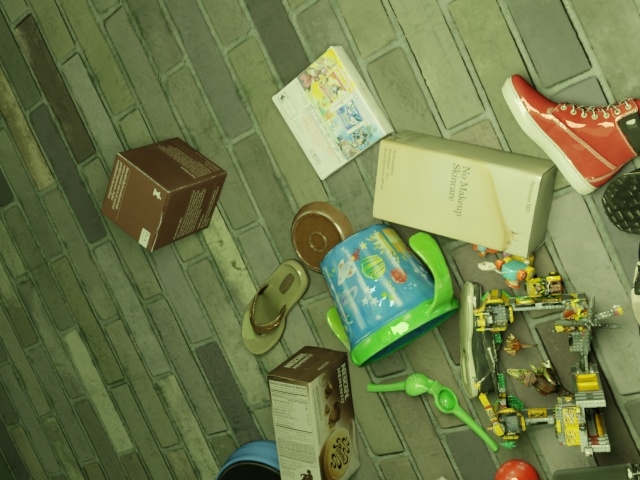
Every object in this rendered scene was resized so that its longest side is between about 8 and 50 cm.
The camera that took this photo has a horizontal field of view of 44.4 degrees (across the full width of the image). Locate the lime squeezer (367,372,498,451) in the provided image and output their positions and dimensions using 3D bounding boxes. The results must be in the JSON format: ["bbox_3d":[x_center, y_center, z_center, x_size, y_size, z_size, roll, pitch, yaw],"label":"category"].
[{"bbox_3d":[0.233,0.343,1.651,0.310,0.059,0.110,21,117,25],"label":"lime squeezer"}]

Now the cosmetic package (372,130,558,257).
[{"bbox_3d":[0.261,-0.092,1.444,0.309,0.113,0.160,16,115,29],"label":"cosmetic package"}]

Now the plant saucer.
[{"bbox_3d":[0.000,0.000,1.700,0.168,0.029,0.169,11,112,29],"label":"plant saucer"}]

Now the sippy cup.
[{"bbox_3d":[0.119,0.097,1.549,0.305,0.240,0.224,-34,76,14],"label":"sippy cup"}]

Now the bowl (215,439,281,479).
[{"bbox_3d":[-0.111,0.702,1.993,0.391,0.077,0.391,12,113,30],"label":"bowl"}]

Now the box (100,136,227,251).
[{"bbox_3d":[-0.354,-0.110,1.785,0.167,0.203,0.169,36,122,18],"label":"box"}]

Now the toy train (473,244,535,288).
[{"bbox_3d":[0.327,0.040,1.433,0.125,0.166,0.046,9,114,4],"label":"toy train"}]

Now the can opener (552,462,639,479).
[{"bbox_3d":[0.570,0.423,1.460,0.280,0.074,0.093,-25,58,35],"label":"can opener"}]

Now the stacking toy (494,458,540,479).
[{"bbox_3d":[0.480,0.563,1.535,0.330,0.141,0.141,46,126,19],"label":"stacking toy"}]

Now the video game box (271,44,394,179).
[{"bbox_3d":[0.022,-0.256,1.582,0.187,0.048,0.205,-32,88,39],"label":"video game box"}]

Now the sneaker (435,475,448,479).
[{"bbox_3d":[0.249,0.647,1.726,0.151,0.094,0.256,41,125,11],"label":"sneaker"}]

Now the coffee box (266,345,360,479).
[{"bbox_3d":[-0.012,0.410,1.767,0.118,0.168,0.297,3,107,32],"label":"coffee box"}]

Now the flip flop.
[{"bbox_3d":[-0.116,0.157,1.798,0.112,0.080,0.277,44,125,13],"label":"flip flop"}]

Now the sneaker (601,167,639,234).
[{"bbox_3d":[0.577,-0.099,1.244,0.107,0.124,0.283,61,153,10],"label":"sneaker"}]

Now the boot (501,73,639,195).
[{"bbox_3d":[0.434,-0.218,1.304,0.244,0.088,0.176,48,126,0],"label":"boot"}]

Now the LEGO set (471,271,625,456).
[{"bbox_3d":[0.395,0.239,1.390,0.254,0.192,0.332,2,104,14],"label":"LEGO set"}]

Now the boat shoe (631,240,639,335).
[{"bbox_3d":[0.601,0.137,1.309,0.127,0.158,0.341,-3,133,29],"label":"boat shoe"}]

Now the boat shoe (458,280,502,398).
[{"bbox_3d":[0.316,0.192,1.544,0.079,0.084,0.233,-7,98,-4],"label":"boat shoe"}]
